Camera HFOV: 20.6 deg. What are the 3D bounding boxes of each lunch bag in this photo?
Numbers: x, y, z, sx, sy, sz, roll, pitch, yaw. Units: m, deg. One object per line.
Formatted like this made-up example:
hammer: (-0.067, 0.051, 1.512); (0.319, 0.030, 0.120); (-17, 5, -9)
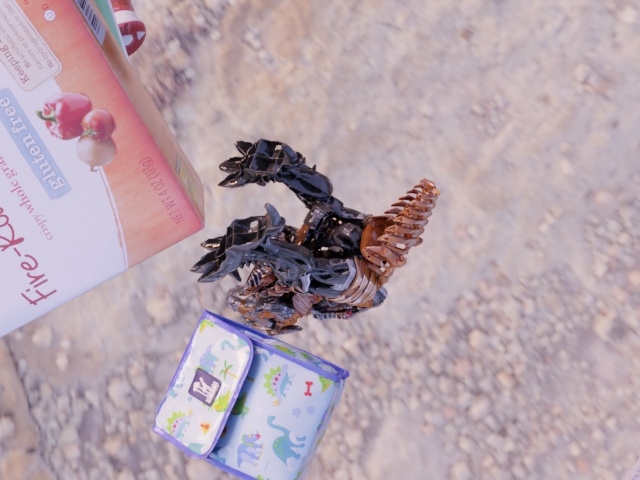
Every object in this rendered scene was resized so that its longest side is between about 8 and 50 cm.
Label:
lunch bag: (-0.068, 0.151, 1.643); (0.151, 0.096, 0.128); (25, 93, 10)

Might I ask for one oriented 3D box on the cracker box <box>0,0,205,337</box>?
cracker box: (-0.193, -0.025, 0.849); (0.232, 0.067, 0.155); (-28, 108, 6)

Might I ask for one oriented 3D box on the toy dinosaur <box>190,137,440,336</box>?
toy dinosaur: (0.000, 0.000, 1.800); (0.218, 0.164, 0.322); (32, 121, -26)

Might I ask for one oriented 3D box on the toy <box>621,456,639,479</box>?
toy: (0.326, 0.121, 1.137); (0.137, 0.237, 0.056); (-37, 124, -42)

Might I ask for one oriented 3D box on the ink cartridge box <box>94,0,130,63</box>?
ink cartridge box: (-0.151, -0.144, 1.028); (0.056, 0.235, 0.171); (-22, 128, -10)

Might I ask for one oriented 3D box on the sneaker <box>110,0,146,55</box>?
sneaker: (-0.307, -0.226, 1.862); (0.221, 0.128, 0.087); (-18, 152, -15)
